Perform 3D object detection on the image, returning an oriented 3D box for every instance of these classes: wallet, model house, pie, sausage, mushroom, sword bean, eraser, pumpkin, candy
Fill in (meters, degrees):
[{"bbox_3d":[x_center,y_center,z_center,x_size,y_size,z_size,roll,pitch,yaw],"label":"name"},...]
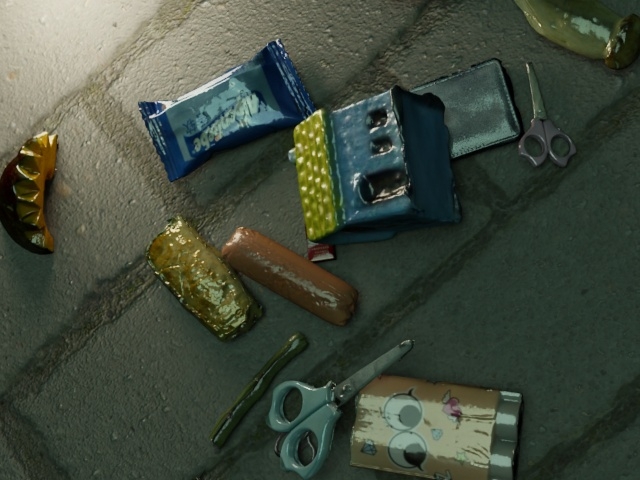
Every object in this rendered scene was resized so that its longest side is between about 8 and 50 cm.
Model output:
[{"bbox_3d":[0.260,-0.232,1.941,0.222,0.036,0.167,-19,77,14],"label":"wallet"},{"bbox_3d":[0.082,-0.126,1.880,0.303,0.215,0.237,-14,78,36],"label":"model house"},{"bbox_3d":[-0.234,0.071,2.013,0.128,0.068,0.282,-46,68,3],"label":"pie"},{"bbox_3d":[-0.058,0.065,1.952,0.289,0.086,0.086,28,89,19],"label":"sausage"},{"bbox_3d":[0.438,-0.419,1.897,0.333,0.087,0.107,34,87,22],"label":"mushroom"},{"bbox_3d":[-0.119,0.280,1.958,0.043,0.038,0.269,41,92,24],"label":"sword bean"},{"bbox_3d":[0.205,0.333,1.830,0.291,0.087,0.171,5,83,17],"label":"eraser"},{"bbox_3d":[-0.624,-0.102,2.119,0.149,0.130,0.254,-2,82,15],"label":"pumpkin"},{"bbox_3d":[-0.188,-0.259,2.053,0.331,0.077,0.187,-25,82,11],"label":"candy"}]

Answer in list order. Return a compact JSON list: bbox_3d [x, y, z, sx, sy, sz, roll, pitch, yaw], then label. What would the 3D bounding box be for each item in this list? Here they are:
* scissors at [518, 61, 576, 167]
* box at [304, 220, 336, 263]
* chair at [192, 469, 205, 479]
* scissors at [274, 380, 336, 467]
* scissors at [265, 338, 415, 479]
[{"bbox_3d":[0.400,-0.231,1.898,0.110,0.021,0.212,-3,69,-12],"label":"scissors"},{"bbox_3d":[0.000,0.000,1.979,0.052,0.023,0.082,-9,78,13],"label":"box"},{"bbox_3d":[-0.234,0.472,1.962,0.037,0.042,0.086,49,131,19],"label":"chair"},{"bbox_3d":[-0.019,0.338,1.927,0.085,0.022,0.176,30,92,26],"label":"scissors"},{"bbox_3d":[0.039,0.277,1.850,0.360,0.029,0.191,-40,53,25],"label":"scissors"}]
